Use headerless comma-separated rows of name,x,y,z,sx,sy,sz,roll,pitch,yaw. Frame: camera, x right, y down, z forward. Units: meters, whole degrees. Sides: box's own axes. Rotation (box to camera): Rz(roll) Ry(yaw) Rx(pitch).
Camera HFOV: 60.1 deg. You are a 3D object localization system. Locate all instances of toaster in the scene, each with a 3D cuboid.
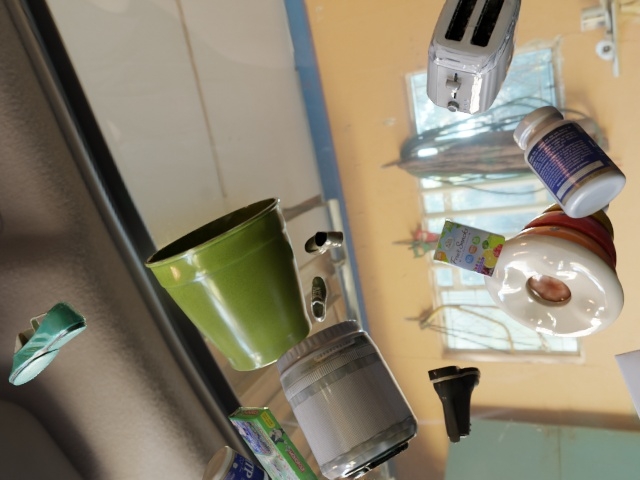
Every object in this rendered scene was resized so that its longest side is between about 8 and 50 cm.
toaster,0.256,-0.333,0.912,0.227,0.129,0.146,-66,-17,-8

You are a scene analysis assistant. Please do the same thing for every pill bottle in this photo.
pill bottle,0.600,-0.198,1.356,0.153,0.153,0.265,37,-157,-56
pill bottle,-0.201,0.631,1.434,0.186,0.112,0.112,40,-136,-15

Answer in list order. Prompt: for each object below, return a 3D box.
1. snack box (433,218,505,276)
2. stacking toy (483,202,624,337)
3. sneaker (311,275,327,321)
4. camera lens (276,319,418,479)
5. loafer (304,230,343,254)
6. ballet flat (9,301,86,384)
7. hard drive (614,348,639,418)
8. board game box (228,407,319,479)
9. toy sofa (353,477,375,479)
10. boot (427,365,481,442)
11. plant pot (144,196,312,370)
snack box,0.347,0.017,1.297,0.037,0.141,0.100,-44,-29,-77
stacking toy,0.699,0.001,1.563,0.480,0.350,0.351,-51,-48,-36
sneaker,-0.006,0.243,2.303,0.086,0.064,0.192,46,-139,-82
camera lens,0.055,0.332,1.146,0.274,0.219,0.219,61,-160,19
loafer,0.000,0.000,1.455,0.050,0.148,0.056,18,-116,-34
ballet flat,-0.580,0.206,1.151,0.087,0.247,0.083,54,-157,9
hard drive,0.538,0.280,0.725,0.040,0.203,0.308,-6,-109,-26
board game box,-0.110,0.594,1.499,0.046,0.213,0.317,-37,-85,-33
toy sofa,0.100,0.941,1.719,0.150,0.177,0.362,43,-129,-14
boot,0.278,0.325,1.100,0.198,0.077,0.137,17,-124,-50
plant pot,-0.199,0.126,1.418,0.353,0.366,0.366,66,-149,-12
